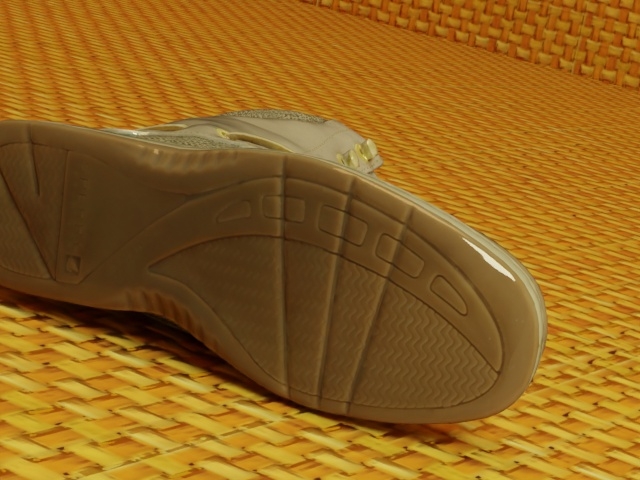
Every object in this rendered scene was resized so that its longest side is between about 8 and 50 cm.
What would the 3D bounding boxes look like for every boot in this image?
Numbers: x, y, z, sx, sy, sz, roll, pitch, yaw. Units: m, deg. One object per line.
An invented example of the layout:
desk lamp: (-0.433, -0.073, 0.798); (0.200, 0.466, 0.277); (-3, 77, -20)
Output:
boot: (0.000, 0.000, 0.763); (0.262, 0.095, 0.203); (13, 10, 25)
